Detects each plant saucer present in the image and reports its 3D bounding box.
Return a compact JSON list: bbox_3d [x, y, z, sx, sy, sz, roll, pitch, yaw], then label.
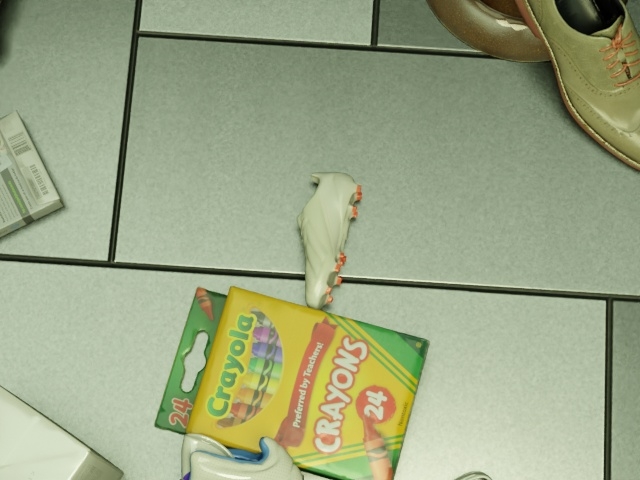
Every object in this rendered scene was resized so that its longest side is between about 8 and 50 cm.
[{"bbox_3d":[0.292,-0.404,1.907,0.310,0.050,0.311,0,75,-1],"label":"plant saucer"}]

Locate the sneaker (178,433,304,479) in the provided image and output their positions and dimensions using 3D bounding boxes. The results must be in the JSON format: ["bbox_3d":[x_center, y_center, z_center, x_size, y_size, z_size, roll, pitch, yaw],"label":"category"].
[{"bbox_3d":[-0.165,0.355,1.639,0.322,0.130,0.236,-16,91,0],"label":"sneaker"}]

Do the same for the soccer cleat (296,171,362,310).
[{"bbox_3d":[0.000,0.000,1.797,0.076,0.068,0.196,12,69,8],"label":"soccer cleat"}]

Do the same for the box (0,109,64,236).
[{"bbox_3d":[-0.460,-0.070,1.825,0.186,0.038,0.145,-27,77,-8],"label":"box"}]

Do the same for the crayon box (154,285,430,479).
[{"bbox_3d":[-0.039,0.186,1.738,0.318,0.081,0.202,15,77,4],"label":"crayon box"}]

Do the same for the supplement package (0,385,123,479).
[{"bbox_3d":[-0.386,0.291,1.616,0.198,0.263,0.199,33,78,8],"label":"supplement package"}]

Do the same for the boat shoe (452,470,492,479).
[{"bbox_3d":[0.142,0.352,1.704,0.184,0.063,0.066,-27,77,-7],"label":"boat shoe"}]

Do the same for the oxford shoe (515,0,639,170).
[{"bbox_3d":[0.375,-0.237,1.797,0.123,0.130,0.348,-38,95,-5],"label":"oxford shoe"}]
